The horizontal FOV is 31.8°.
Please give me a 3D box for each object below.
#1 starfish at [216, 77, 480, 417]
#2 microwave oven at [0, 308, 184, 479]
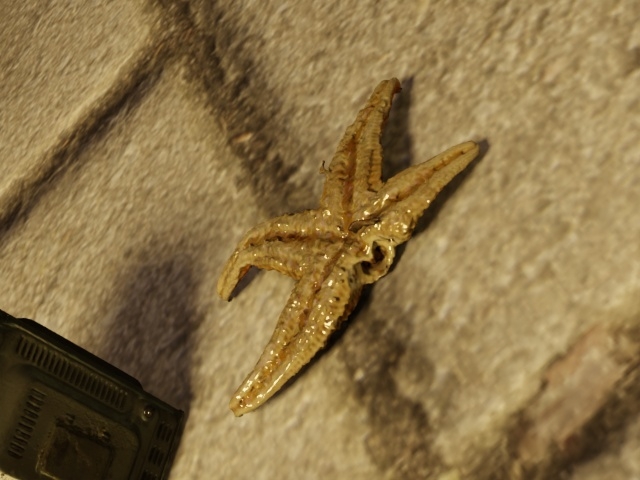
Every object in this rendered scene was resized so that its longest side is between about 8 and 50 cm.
[{"bbox_3d":[-0.002,-0.002,0.767,0.247,0.050,0.138,-48,36,1],"label":"starfish"},{"bbox_3d":[-0.211,0.136,0.742,0.129,0.205,0.163,-6,58,43],"label":"microwave oven"}]
